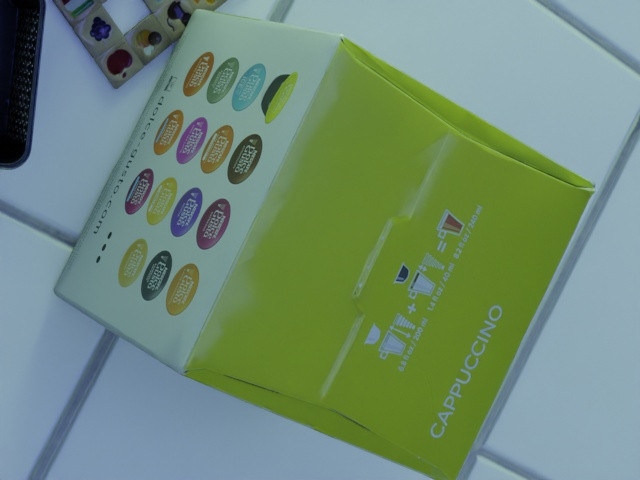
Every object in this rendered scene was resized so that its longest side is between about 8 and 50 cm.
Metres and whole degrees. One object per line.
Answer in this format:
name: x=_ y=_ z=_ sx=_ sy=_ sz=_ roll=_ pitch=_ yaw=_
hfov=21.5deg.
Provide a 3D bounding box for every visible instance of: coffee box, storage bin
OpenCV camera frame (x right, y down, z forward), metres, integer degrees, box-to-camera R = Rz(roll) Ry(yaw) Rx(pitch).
coffee box: x=0.000 y=0.000 z=1.688 sx=0.338 sy=0.334 sz=0.338 roll=27 pitch=88 yaw=-31
storage bin: x=-0.341 y=-0.165 z=1.619 sx=0.122 sy=0.084 sz=0.180 roll=3 pitch=100 yaw=-29

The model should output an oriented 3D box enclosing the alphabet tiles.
alphabet tiles: x=-0.175 y=-0.304 z=1.724 sx=0.237 sy=0.009 sz=0.198 roll=-41 pitch=116 yaw=-16
